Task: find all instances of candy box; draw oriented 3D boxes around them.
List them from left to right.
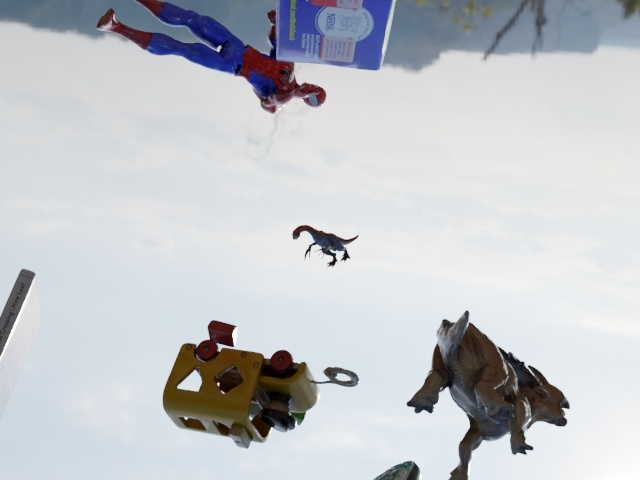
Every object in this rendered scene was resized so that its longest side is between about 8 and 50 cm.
[{"bbox_3d":[0.032,-0.366,1.005,0.122,0.317,0.268,6,163,-1],"label":"candy box"}]

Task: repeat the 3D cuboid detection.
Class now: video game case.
[{"bbox_3d":[-0.419,0.160,1.388,0.023,0.193,0.212,19,155,-5],"label":"video game case"}]

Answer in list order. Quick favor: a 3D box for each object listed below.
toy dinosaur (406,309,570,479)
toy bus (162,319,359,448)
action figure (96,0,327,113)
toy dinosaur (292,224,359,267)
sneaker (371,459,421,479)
[{"bbox_3d":[0.194,0.164,1.271,0.127,0.296,0.200,-15,-144,25],"label":"toy dinosaur"},{"bbox_3d":[-0.087,0.193,1.255,0.191,0.104,0.202,29,148,-16],"label":"toy bus"},{"bbox_3d":[-0.097,-0.226,1.194,0.280,0.091,0.139,24,160,-25],"label":"action figure"},{"bbox_3d":[0.000,0.000,1.366,0.047,0.082,0.090,-15,-147,37],"label":"toy dinosaur"},{"bbox_3d":[0.061,0.279,0.969,0.065,0.076,0.166,-35,-166,47],"label":"sneaker"}]
